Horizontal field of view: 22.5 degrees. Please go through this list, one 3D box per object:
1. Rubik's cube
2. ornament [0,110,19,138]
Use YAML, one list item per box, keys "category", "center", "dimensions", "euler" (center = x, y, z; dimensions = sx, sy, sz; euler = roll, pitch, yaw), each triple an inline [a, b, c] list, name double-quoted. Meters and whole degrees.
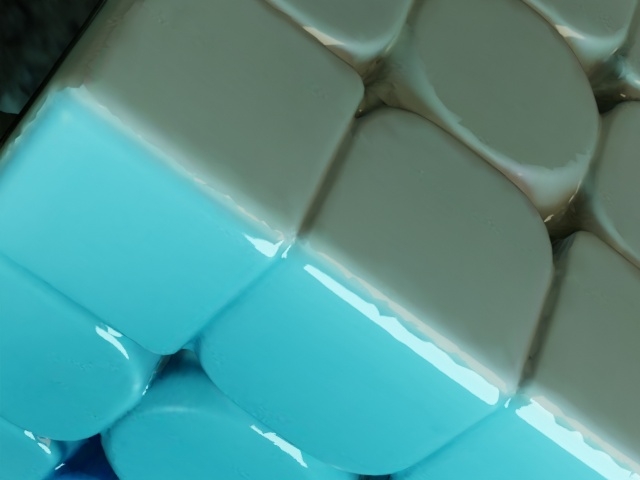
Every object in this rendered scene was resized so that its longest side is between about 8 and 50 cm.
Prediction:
- category: "Rubik's cube"
  center: [0.000, 0.000, 0.734]
  dimensions: [0.290, 0.292, 0.291]
  euler: [36, 46, -12]
- category: "ornament"
  center: [-0.225, -0.085, 0.835]
  dimensions: [0.156, 0.081, 0.074]
  euler: [46, 34, -36]
